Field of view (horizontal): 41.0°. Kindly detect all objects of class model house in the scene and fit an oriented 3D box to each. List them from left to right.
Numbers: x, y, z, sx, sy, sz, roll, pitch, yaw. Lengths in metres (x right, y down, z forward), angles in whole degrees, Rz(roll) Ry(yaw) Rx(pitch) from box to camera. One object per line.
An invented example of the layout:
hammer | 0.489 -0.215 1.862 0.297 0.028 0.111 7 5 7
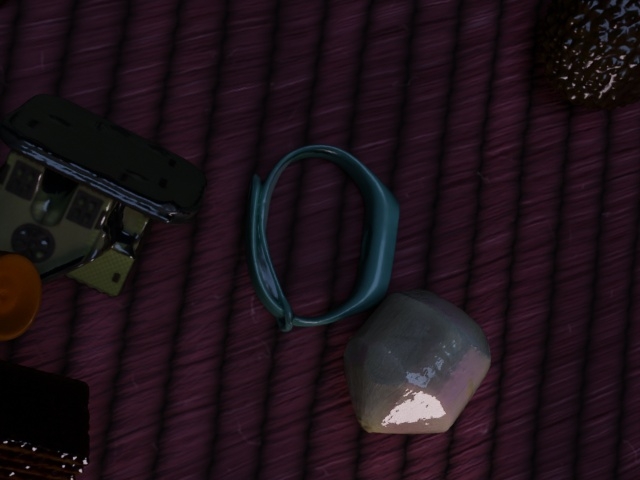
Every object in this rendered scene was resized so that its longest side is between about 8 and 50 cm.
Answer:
model house | -0.282 0.011 0.963 0.218 0.205 0.279 26 108 -10

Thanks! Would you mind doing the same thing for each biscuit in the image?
biscuit | -0.401 0.148 0.814 0.388 0.107 0.073 23 120 -30

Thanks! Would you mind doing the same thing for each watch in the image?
watch | 0.000 0.000 1.071 0.195 0.068 0.237 10 81 -13

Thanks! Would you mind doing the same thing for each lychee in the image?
lychee | 0.401 -0.283 1.144 0.200 0.200 0.238 42 91 -8

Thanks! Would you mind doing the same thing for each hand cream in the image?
hand cream | -0.435 0.048 0.878 0.314 0.089 0.140 8 84 24

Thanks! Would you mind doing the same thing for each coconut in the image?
coconut | 0.110 0.159 1.039 0.171 0.171 0.183 41 77 -8

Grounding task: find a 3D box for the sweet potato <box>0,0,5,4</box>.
sweet potato | -0.381 -0.301 1.016 0.034 0.034 0.095 42 78 -7
